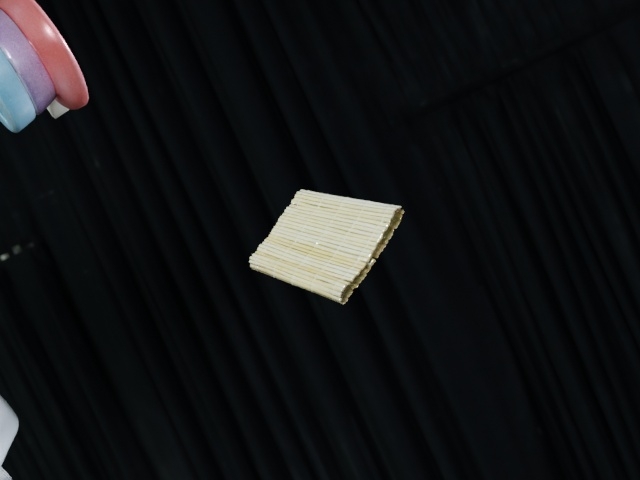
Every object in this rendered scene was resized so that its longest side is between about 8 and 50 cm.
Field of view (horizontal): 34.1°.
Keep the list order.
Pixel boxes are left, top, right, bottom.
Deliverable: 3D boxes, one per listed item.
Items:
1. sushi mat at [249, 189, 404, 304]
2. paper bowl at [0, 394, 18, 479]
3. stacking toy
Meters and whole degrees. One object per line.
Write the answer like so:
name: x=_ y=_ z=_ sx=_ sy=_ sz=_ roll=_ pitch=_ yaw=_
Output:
sushi mat: x=0.000 y=0.000 z=1.503 sx=0.151 sy=0.019 sz=0.316 roll=-56 pitch=26 yaw=-10
paper bowl: x=-0.498 y=0.210 z=1.319 sx=0.148 sy=0.284 sz=0.284 roll=-43 pitch=8 yaw=-19
stacking toy: x=-0.400 y=-0.237 z=1.149 sx=0.130 sy=0.309 sz=0.279 roll=-37 pitch=2 yaw=-16
